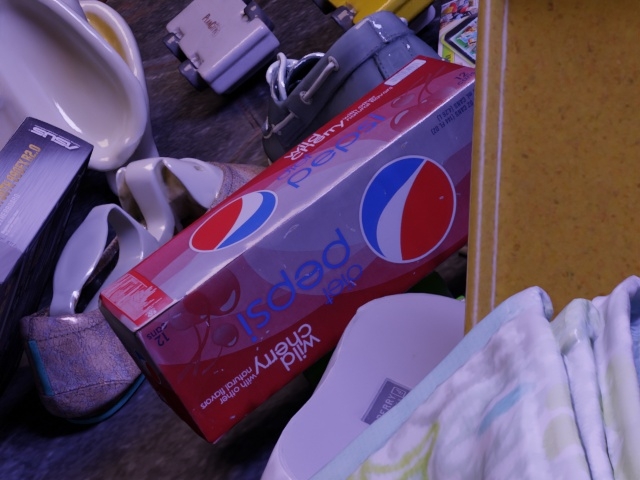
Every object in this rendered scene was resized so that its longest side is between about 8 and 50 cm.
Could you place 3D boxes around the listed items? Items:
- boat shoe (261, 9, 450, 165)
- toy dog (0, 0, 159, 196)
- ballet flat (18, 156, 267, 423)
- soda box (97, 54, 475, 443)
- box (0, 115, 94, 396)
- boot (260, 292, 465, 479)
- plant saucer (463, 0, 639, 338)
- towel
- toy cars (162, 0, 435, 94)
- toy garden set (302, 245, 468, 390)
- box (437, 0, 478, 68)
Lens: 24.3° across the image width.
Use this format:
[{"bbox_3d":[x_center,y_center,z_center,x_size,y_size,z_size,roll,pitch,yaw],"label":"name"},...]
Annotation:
[{"bbox_3d":[0.014,-0.116,1.156,0.116,0.099,0.319,-36,11,-14],"label":"boat shoe"},{"bbox_3d":[-0.319,-0.162,1.330,0.284,0.395,0.408,-40,5,8],"label":"toy dog"},{"bbox_3d":[-0.126,0.002,1.123,0.107,0.106,0.316,-12,29,30],"label":"ballet flat"},{"bbox_3d":[0.000,0.000,0.901,0.263,0.092,0.083,-37,27,-13],"label":"soda box"},{"bbox_3d":[-0.241,0.053,1.044,0.183,0.056,0.231,-70,4,-55],"label":"box"},{"bbox_3d":[0.023,0.120,0.741,0.095,0.123,0.258,27,26,14],"label":"boot"},{"bbox_3d":[0.158,0.005,0.559,0.081,0.333,0.333,-2,8,-33],"label":"plant saucer"},{"bbox_3d":[-0.004,0.210,0.459,0.374,0.090,0.320,-47,20,22],"label":"towel"},{"bbox_3d":[-0.015,-0.206,1.437,0.393,0.087,0.176,-10,42,44],"label":"toy cars"},{"bbox_3d":[0.056,0.006,0.991,0.204,0.049,0.244,-31,25,-5],"label":"toy garden set"},{"bbox_3d":[0.154,-0.162,1.226,0.114,0.036,0.207,-21,26,17],"label":"box"}]
